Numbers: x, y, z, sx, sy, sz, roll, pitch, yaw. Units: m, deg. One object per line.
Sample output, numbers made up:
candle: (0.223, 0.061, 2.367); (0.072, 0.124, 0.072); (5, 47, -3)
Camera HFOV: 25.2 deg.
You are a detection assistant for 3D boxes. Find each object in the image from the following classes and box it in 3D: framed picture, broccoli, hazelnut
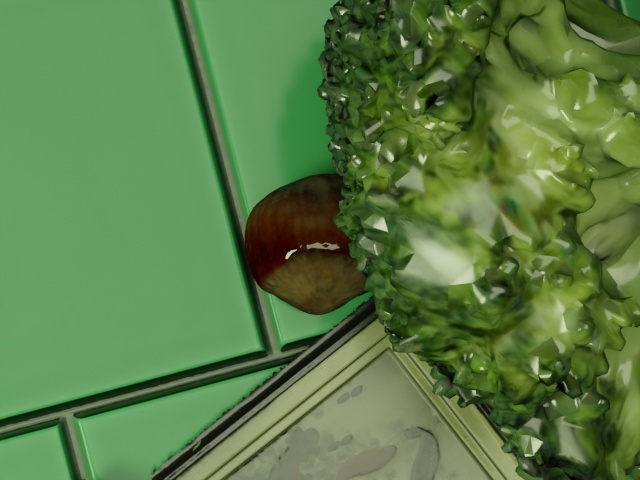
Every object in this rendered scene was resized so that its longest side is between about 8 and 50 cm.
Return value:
framed picture: (0.034, 0.153, 0.838); (0.195, 0.010, 0.199); (-38, 92, -5)
broccoli: (0.176, -0.082, 0.703); (0.353, 0.275, 0.397); (14, 125, -33)
hazelnut: (0.000, 0.000, 0.810); (0.086, 0.086, 0.086); (0, 88, -6)

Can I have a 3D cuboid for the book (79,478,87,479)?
book: (-0.127, 0.200, 0.815); (0.077, 0.014, 0.111); (27, 93, -4)
